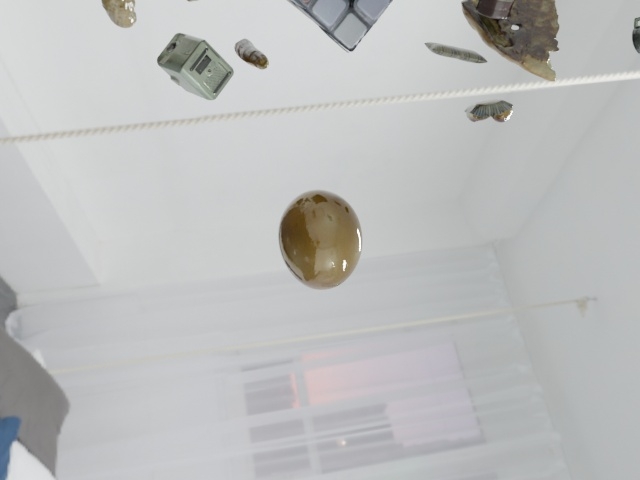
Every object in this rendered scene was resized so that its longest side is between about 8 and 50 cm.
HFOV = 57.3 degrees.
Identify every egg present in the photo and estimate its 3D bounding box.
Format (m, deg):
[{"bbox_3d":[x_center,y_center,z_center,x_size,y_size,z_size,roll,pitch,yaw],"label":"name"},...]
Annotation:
[{"bbox_3d":[0.000,0.000,1.954,0.283,0.282,0.352,-113,-163,-63],"label":"egg"}]

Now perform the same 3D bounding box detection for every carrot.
[{"bbox_3d":[-0.216,-0.593,1.886,0.314,0.066,0.066,-127,-151,-55],"label":"carrot"}]

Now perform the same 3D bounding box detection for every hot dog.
[{"bbox_3d":[0.626,-0.485,2.197,0.270,0.162,0.082,-68,152,-74],"label":"hot dog"}]

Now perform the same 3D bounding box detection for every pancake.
[{"bbox_3d":[0.411,-0.471,1.278,0.056,0.212,0.258,100,-6,-68],"label":"pancake"}]

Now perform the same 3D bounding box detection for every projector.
[{"bbox_3d":[-0.454,-0.625,2.097,0.242,0.163,0.177,32,-7,45],"label":"projector"}]

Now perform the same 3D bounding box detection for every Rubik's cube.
[{"bbox_3d":[0.036,-0.886,1.879,0.362,0.358,0.363,-51,-140,17],"label":"Rubik's cube"}]

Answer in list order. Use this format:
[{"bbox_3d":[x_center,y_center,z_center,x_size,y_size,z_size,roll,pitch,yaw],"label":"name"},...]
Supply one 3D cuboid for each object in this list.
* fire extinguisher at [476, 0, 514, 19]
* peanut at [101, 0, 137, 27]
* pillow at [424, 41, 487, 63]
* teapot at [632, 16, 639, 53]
[{"bbox_3d":[0.388,-0.567,1.165,0.071,0.099,0.231,46,-42,37],"label":"fire extinguisher"},{"bbox_3d":[-0.689,-0.803,2.022,0.226,0.108,0.095,146,-80,-81],"label":"peanut"},{"bbox_3d":[0.463,-0.642,2.009,0.113,0.203,0.038,-103,-155,-61],"label":"pillow"},{"bbox_3d":[0.803,-0.510,1.441,0.057,0.066,0.088,-8,-79,48],"label":"teapot"}]
